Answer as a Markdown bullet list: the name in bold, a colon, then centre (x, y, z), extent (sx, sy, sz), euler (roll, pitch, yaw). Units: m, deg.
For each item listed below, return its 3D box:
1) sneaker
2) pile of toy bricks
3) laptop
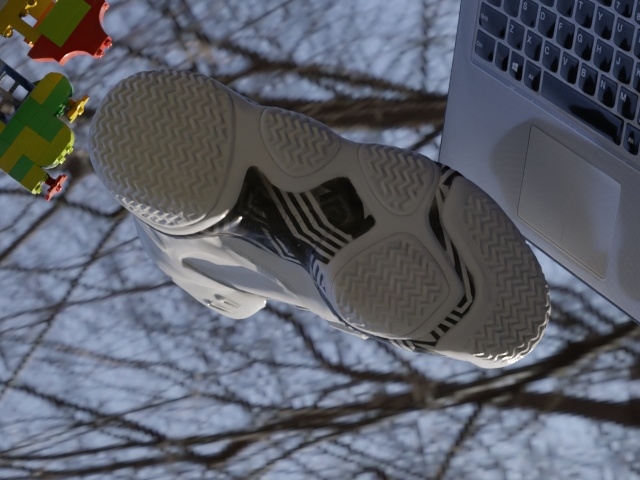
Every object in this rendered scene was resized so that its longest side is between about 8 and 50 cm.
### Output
- **sneaker**: centre (0.000, 0.000, 1.473), extent (0.365, 0.210, 0.137), euler (25, -104, 6)
- **pile of toy bricks**: centre (-0.197, -0.071, 1.186), extent (0.105, 0.118, 0.212), euler (37, -90, 1)
- **laptop**: centre (0.118, -0.145, 1.294), extent (0.236, 0.382, 0.408), euler (-8, -61, -28)
